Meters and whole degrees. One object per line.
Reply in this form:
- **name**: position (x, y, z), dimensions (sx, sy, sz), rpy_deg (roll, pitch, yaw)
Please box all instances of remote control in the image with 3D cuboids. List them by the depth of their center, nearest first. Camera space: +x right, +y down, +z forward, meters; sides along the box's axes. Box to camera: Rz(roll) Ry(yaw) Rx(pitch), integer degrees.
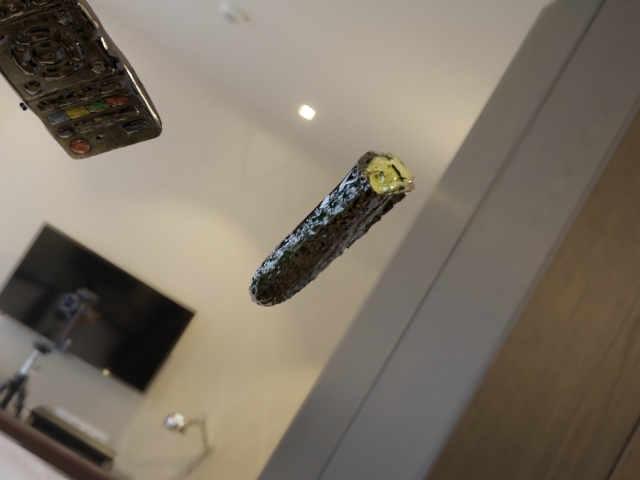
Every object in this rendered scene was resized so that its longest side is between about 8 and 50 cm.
- **remote control**: position (-0.304, -0.231, 1.218), dimensions (0.144, 0.062, 0.399), rpy_deg (-14, -37, 12)

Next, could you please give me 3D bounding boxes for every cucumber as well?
- **cucumber**: position (-0.001, 0.000, 1.267), dimensions (0.067, 0.245, 0.067), rpy_deg (35, 27, -21)
